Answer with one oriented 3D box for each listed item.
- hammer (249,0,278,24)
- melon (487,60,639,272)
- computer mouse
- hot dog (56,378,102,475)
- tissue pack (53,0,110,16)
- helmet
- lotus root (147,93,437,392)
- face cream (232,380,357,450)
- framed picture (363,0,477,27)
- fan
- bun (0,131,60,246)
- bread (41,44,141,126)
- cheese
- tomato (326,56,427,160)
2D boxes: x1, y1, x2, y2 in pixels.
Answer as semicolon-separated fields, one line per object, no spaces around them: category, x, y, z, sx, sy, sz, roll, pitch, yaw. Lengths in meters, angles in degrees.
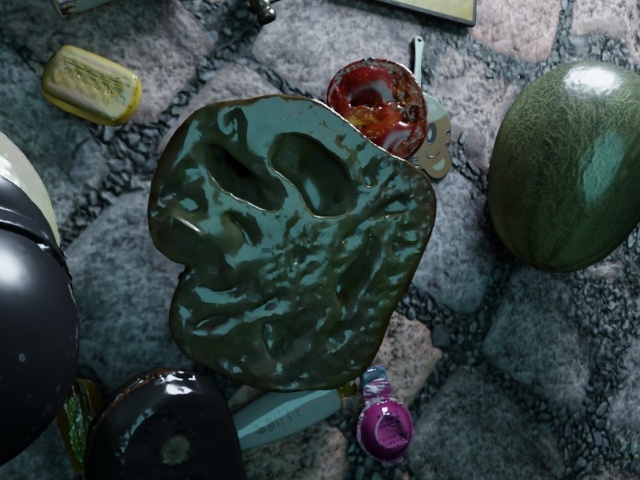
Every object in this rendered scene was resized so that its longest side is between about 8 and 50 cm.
hammer;0.025;-0.397;0.840;0.292;0.029;0.058;-27;96;-16
melon;0.384;-0.112;0.858;0.248;0.248;0.330;21;83;-18
computer mouse;-0.179;0.304;0.689;0.182;0.116;0.324;-17;106;-31
hot dog;-0.290;0.232;0.692;0.056;0.041;0.133;-13;92;-20
tissue pack;-0.299;-0.336;0.711;0.094;0.058;0.074;-27;99;-19
helmet;-0.302;0.093;0.453;0.230;0.160;0.279;-6;128;-40
lotus root;-0.030;0.001;0.727;0.374;0.111;0.391;-22;101;-10
face cream;-0.036;0.230;0.782;0.182;0.051;0.072;-21;96;-19
framed picture;0.151;-0.534;0.912;0.255;0.014;0.339;6;85;-20
fan;0.151;-0.216;0.899;0.152;0.008;0.227;7;86;-19
bun;-0.453;0.016;0.547;0.360;0.213;0.362;-1;92;-25
bread;-0.287;-0.190;0.709;0.115;0.056;0.082;18;80;-12
cheese;0.092;0.261;0.835;0.095;0.038;0.145;-10;84;-22
tomato;0.082;-0.177;0.823;0.138;0.091;0.159;-23;81;2
